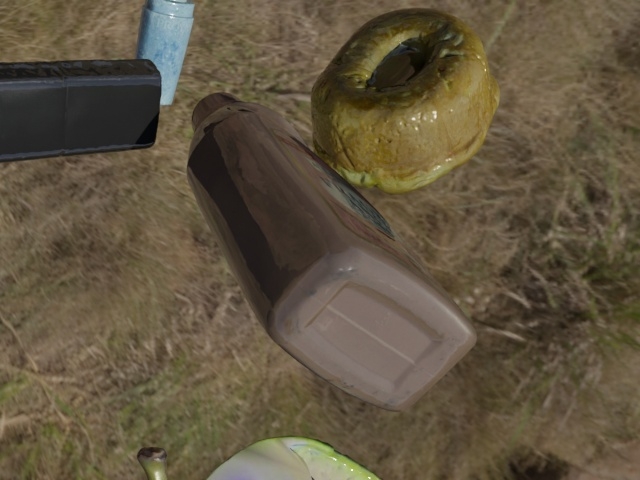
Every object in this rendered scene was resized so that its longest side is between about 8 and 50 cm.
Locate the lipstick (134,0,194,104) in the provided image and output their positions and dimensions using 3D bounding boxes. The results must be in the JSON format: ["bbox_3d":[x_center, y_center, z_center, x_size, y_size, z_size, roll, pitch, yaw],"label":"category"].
[{"bbox_3d":[-0.198,-0.319,1.393,0.068,0.061,0.274,2,113,-32],"label":"lipstick"}]

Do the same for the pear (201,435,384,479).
[{"bbox_3d":[-0.037,0.402,1.010,0.399,0.165,0.399,22,52,-32],"label":"pear"}]

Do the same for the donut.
[{"bbox_3d":[0.105,-0.175,1.283,0.128,0.208,0.261,75,32,-42],"label":"donut"}]

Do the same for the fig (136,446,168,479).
[{"bbox_3d":[-0.046,0.144,0.420,0.089,0.125,0.089,-19,147,-13],"label":"fig"}]

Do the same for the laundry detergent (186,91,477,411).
[{"bbox_3d":[0.000,0.000,0.638,0.076,0.237,0.171,-47,128,9],"label":"laundry detergent"}]

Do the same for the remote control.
[{"bbox_3d":[-0.187,-0.069,0.586,0.245,0.025,0.063,-13,118,-47],"label":"remote control"}]
